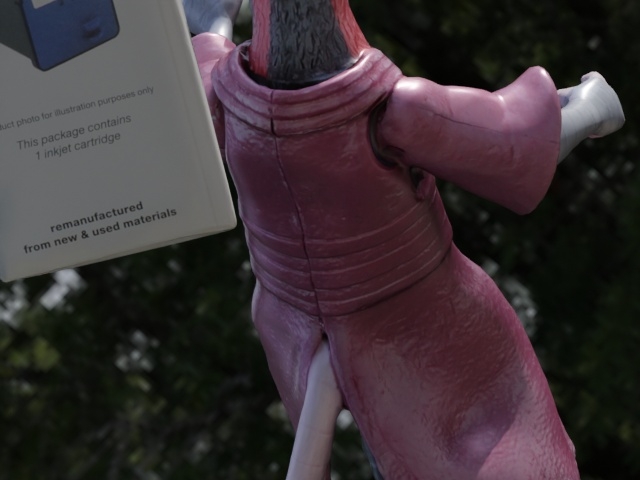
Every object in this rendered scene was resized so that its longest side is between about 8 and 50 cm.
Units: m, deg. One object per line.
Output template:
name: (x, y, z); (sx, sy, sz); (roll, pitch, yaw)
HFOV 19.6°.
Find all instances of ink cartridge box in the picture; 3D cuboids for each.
ink cartridge box: (-0.105, -0.105, 0.718); (0.093, 0.212, 0.154); (-13, 11, -4)

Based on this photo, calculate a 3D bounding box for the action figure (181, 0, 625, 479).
action figure: (0.000, 0.000, 0.924); (0.275, 0.248, 0.370); (-56, -40, -42)
